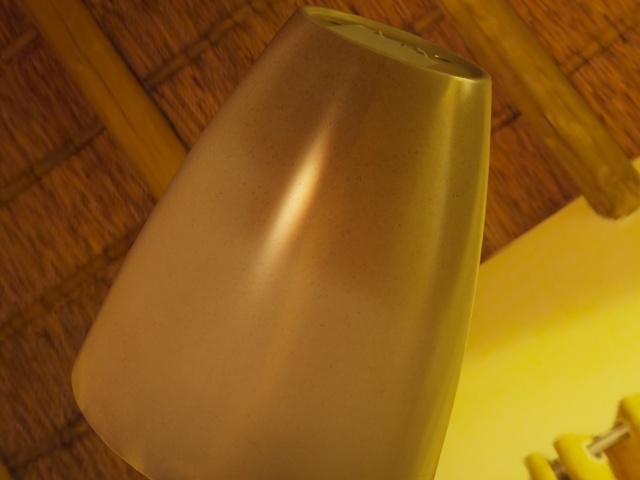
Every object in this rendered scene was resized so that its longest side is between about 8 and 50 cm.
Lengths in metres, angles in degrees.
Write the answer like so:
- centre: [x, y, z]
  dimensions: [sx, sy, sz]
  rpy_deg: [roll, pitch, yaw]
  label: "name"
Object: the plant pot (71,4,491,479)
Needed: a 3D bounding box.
- centre: [0.000, 0.000, 0.740]
  dimensions: [0.256, 0.256, 0.274]
  rpy_deg: [9, -68, -28]
  label: "plant pot"
